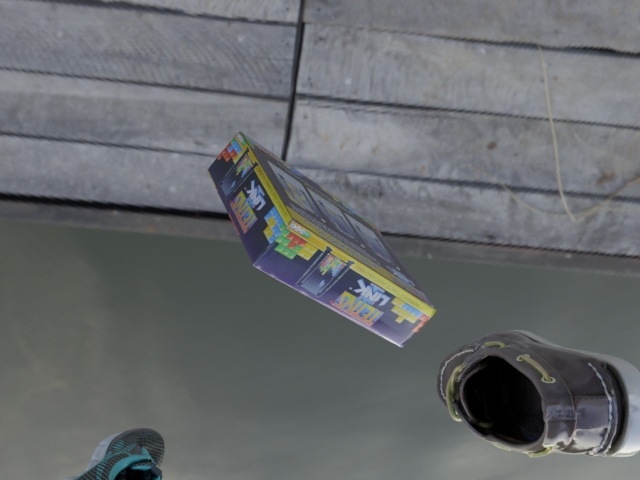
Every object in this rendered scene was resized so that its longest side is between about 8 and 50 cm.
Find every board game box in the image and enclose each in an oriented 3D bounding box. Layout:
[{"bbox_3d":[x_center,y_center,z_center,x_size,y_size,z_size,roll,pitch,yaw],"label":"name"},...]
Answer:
[{"bbox_3d":[0.000,0.000,0.665,0.170,0.141,0.048,32,107,-36],"label":"board game box"}]

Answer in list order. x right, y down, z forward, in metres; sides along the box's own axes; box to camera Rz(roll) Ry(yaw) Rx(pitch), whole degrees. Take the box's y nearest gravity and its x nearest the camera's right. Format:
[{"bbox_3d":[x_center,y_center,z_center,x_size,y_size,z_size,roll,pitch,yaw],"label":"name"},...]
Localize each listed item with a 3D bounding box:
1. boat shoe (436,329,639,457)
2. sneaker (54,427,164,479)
[{"bbox_3d":[0.184,0.150,0.816,0.097,0.116,0.324,2,177,-16],"label":"boat shoe"},{"bbox_3d":[-0.155,0.195,0.663,0.076,0.166,0.064,-19,95,16],"label":"sneaker"}]
